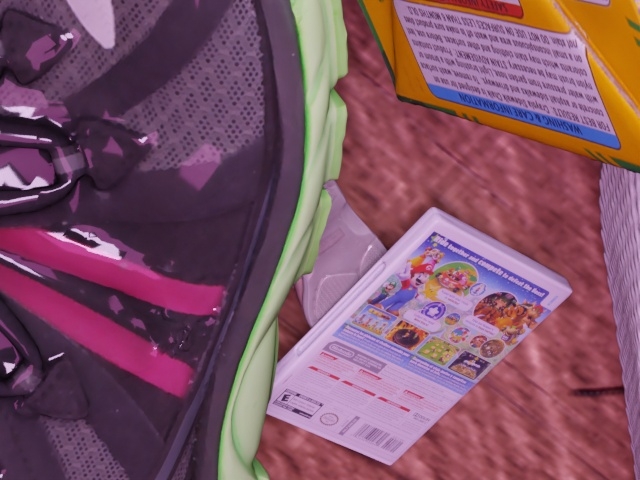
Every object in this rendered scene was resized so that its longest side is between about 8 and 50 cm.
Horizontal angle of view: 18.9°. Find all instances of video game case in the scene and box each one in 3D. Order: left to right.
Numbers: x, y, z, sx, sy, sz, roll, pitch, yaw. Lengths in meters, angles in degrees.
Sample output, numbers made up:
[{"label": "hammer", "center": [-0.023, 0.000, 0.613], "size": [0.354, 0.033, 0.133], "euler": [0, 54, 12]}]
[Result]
[{"label": "video game case", "center": [0.039, 0.044, 0.838], "size": [0.087, 0.011, 0.122], "euler": [27, 118, -36]}]

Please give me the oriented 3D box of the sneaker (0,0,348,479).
[{"label": "sneaker", "center": [-0.118, 0.002, 0.725], "size": [0.185, 0.202, 0.482], "euler": [28, 126, 42]}]

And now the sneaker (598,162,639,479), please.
[{"label": "sneaker", "center": [0.199, 0.030, 0.772], "size": [0.161, 0.102, 0.282], "euler": [-11, 139, 6]}]

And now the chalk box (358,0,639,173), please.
[{"label": "chalk box", "center": [0.145, -0.176, 0.611], "size": [0.289, 0.180, 0.179], "euler": [-33, 115, -16]}]

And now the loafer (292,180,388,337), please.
[{"label": "loafer", "center": [0.000, 0.000, 0.827], "size": [0.045, 0.039, 0.125], "euler": [-31, 129, -4]}]
